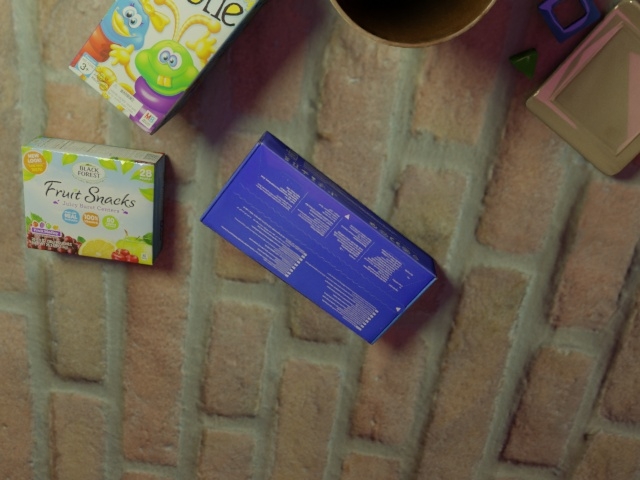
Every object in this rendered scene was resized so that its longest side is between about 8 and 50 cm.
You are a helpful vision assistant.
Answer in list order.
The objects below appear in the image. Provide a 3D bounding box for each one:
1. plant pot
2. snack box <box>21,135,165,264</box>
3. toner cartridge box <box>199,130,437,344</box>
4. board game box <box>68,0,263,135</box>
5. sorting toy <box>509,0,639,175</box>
[{"bbox_3d":[0.108,-0.363,0.845,0.215,0.230,0.216,1,114,3],"label":"plant pot"},{"bbox_3d":[-0.358,-0.064,1.097,0.207,0.070,0.175,8,114,-1],"label":"snack box"},{"bbox_3d":[0.000,0.000,1.096,0.347,0.075,0.165,37,112,-11],"label":"toner cartridge box"},{"bbox_3d":[-0.187,-0.304,0.939,0.142,0.144,0.275,40,110,-12],"label":"board game box"},{"bbox_3d":[0.425,-0.215,0.990,0.347,0.047,0.196,37,115,-11],"label":"sorting toy"}]
